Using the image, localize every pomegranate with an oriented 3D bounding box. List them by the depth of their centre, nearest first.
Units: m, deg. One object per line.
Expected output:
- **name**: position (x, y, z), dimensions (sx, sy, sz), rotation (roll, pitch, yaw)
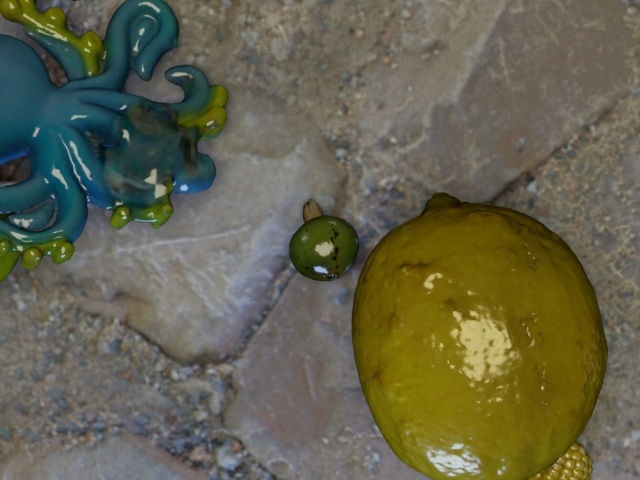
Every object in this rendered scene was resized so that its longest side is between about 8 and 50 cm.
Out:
- **pomegranate**: position (-0.002, 0.004, 1.749), dimensions (0.084, 0.073, 0.073), rotation (38, 94, 39)

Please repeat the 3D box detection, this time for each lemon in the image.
- **lemon**: position (0.154, 0.103, 1.649), dimensions (0.260, 0.260, 0.284), rotation (-14, 72, 3)

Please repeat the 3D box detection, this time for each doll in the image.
- **doll**: position (-0.267, -0.123, 1.704), dimensions (0.341, 0.099, 0.346), rotation (24, 62, -11)

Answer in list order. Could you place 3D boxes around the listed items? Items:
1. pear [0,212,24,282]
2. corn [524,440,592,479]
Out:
- **pear**: position (-0.410, 0.011, 1.707), dimensions (0.219, 0.187, 0.188), rotation (-16, 91, 8)
- **corn**: position (0.200, 0.311, 1.737), dimensions (0.081, 0.081, 0.248), rotation (29, 94, 2)
